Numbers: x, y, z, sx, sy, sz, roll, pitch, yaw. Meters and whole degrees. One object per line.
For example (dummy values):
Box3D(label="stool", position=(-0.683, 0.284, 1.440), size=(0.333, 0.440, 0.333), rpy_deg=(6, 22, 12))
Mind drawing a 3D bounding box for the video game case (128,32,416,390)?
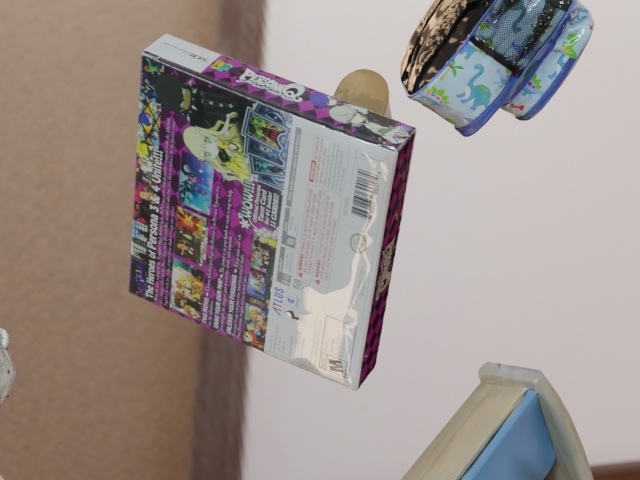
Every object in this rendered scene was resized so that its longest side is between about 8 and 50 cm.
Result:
Box3D(label="video game case", position=(-0.043, -0.018, 1.309), size=(0.042, 0.210, 0.232), rpy_deg=(-49, 154, -47))

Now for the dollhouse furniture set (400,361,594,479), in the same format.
Box3D(label="dollhouse furniture set", position=(0.199, 0.239, 0.990), size=(0.198, 0.303, 0.286), rpy_deg=(-46, 128, -36))

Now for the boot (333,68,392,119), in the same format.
Box3D(label="boot", position=(-0.001, -0.001, 1.648), size=(0.211, 0.104, 0.295), rpy_deg=(88, 26, -63))

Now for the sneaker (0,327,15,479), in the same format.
Box3D(label="sneaker", position=(-0.289, 0.064, 1.262), size=(0.129, 0.111, 0.297), rpy_deg=(11, 72, -42))

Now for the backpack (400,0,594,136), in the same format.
Box3D(label="backpack", position=(0.106, -0.118, 1.045), size=(0.084, 0.114, 0.105), rpy_deg=(35, 18, -13))
